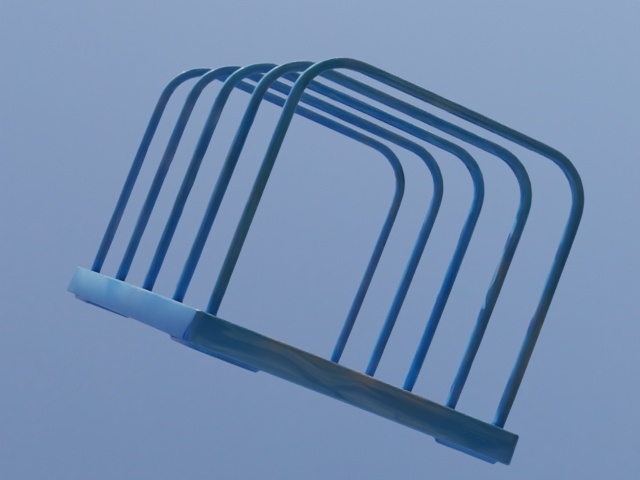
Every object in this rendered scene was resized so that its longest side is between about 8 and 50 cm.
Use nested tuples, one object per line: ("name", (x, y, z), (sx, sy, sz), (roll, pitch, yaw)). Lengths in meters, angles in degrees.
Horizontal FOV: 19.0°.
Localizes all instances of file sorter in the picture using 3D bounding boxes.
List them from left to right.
("file sorter", (0.000, 0.000, 0.680), (0.118, 0.170, 0.104), (23, -95, -20))
